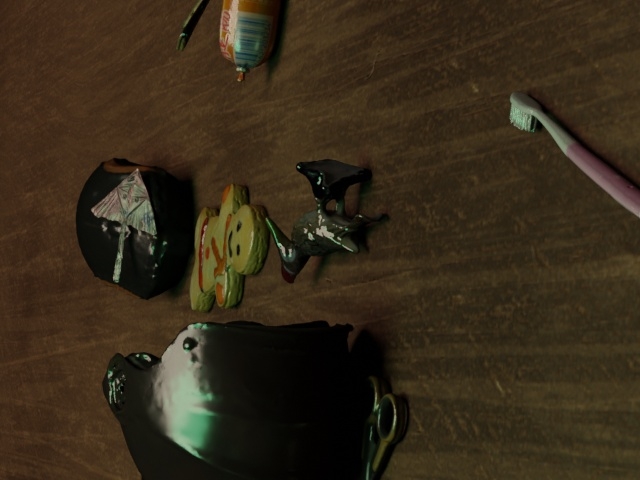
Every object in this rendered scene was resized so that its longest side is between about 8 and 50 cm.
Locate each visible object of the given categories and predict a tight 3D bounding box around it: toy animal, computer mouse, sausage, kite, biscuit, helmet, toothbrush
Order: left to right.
[{"bbox_3d":[-0.261,-0.022,2.333,0.137,0.005,0.152,19,95,42],"label":"kite"},{"bbox_3d":[-0.269,-0.020,2.445,0.323,0.116,0.182,-165,77,-68],"label":"computer mouse"},{"bbox_3d":[-0.115,0.008,2.156,0.234,0.030,0.153,165,108,-68],"label":"biscuit"},{"bbox_3d":[-0.085,0.188,1.768,0.305,0.225,0.177,-33,63,55],"label":"helmet"},{"bbox_3d":[-0.078,-0.304,2.095,0.071,0.071,0.234,-161,79,-68],"label":"sausage"},{"bbox_3d":[-0.001,-0.011,1.824,0.202,0.070,0.105,-48,59,50],"label":"toy animal"},{"bbox_3d":[0.206,-0.061,1.372,0.286,0.020,0.025,-127,39,-61],"label":"toothbrush"}]

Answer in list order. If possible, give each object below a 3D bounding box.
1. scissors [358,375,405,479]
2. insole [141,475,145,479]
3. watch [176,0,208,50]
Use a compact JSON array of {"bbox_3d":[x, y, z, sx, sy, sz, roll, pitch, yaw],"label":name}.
[{"bbox_3d":[0.043,0.242,1.702,0.088,0.017,0.220,-141,59,-61],"label":"scissors"},{"bbox_3d":[-0.174,0.283,2.253,0.348,0.009,0.119,154,122,-65],"label":"insole"},{"bbox_3d":[-0.185,-0.390,2.236,0.102,0.165,0.268,-33,32,63],"label":"watch"}]
